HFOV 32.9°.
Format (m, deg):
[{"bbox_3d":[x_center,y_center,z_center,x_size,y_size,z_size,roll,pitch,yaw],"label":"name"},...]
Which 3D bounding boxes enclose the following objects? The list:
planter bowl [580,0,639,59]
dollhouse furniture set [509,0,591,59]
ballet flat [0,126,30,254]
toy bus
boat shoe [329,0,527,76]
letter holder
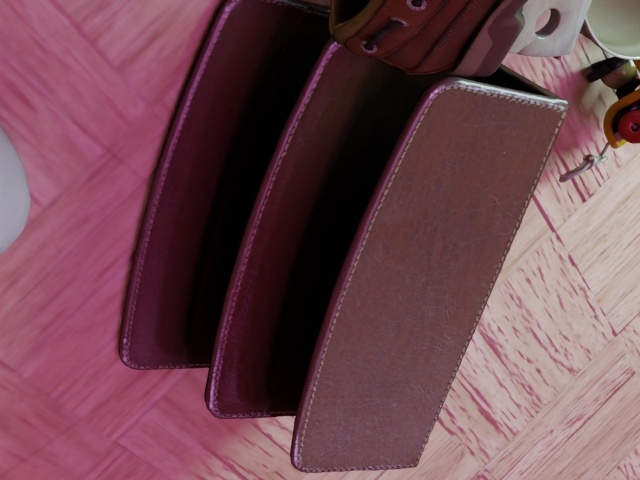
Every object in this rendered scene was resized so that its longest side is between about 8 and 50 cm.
[{"bbox_3d":[0.217,-0.229,0.797,0.162,0.109,0.162,-18,127,-25],"label":"planter bowl"},{"bbox_3d":[0.077,-0.204,0.698,0.183,0.129,0.129,-3,124,-32],"label":"dollhouse furniture set"},{"bbox_3d":[-0.282,-0.080,0.530,0.139,0.139,0.400,-43,134,-4],"label":"ballet flat"},{"bbox_3d":[0.292,-0.153,0.900,0.202,0.191,0.104,-27,87,-20],"label":"toy bus"},{"bbox_3d":[0.064,-0.172,0.529,0.104,0.111,0.307,2,154,-5],"label":"boat shoe"},{"bbox_3d":[0.000,0.000,0.767,0.214,0.152,0.302,5,115,-35],"label":"letter holder"}]
